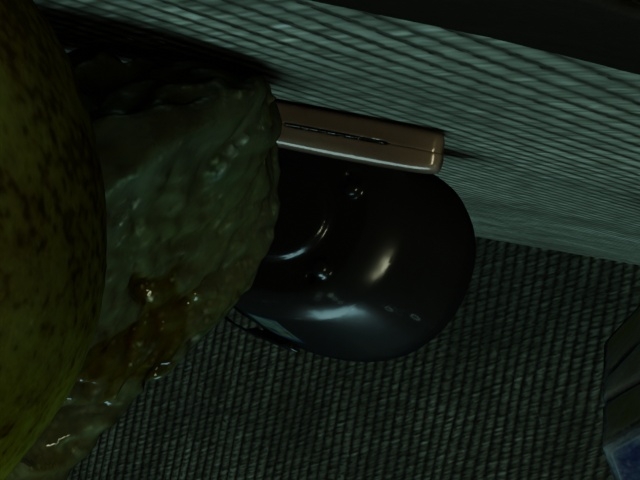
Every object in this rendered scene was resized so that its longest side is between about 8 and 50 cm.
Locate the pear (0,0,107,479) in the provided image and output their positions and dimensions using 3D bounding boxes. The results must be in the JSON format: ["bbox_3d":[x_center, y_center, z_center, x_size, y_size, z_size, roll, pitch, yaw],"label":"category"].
[{"bbox_3d":[-0.153,-0.009,0.394,0.197,0.197,0.197,11,180,0],"label":"pear"}]

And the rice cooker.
[{"bbox_3d":[-0.001,0.000,1.127,0.203,0.142,0.118,10,167,40],"label":"rice cooker"}]

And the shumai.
[{"bbox_3d":[-0.153,-0.013,0.813,0.218,0.256,0.189,32,154,30],"label":"shumai"}]

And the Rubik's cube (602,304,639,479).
[{"bbox_3d":[0.342,0.132,1.205,0.319,0.319,0.264,11,-154,39],"label":"Rubik's cube"}]

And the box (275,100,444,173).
[{"bbox_3d":[0.010,-0.056,0.959,0.115,0.025,0.048,11,178,4],"label":"box"}]

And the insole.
[{"bbox_3d":[0.047,-0.061,0.470,0.328,0.007,0.111,11,-179,-19],"label":"insole"}]
